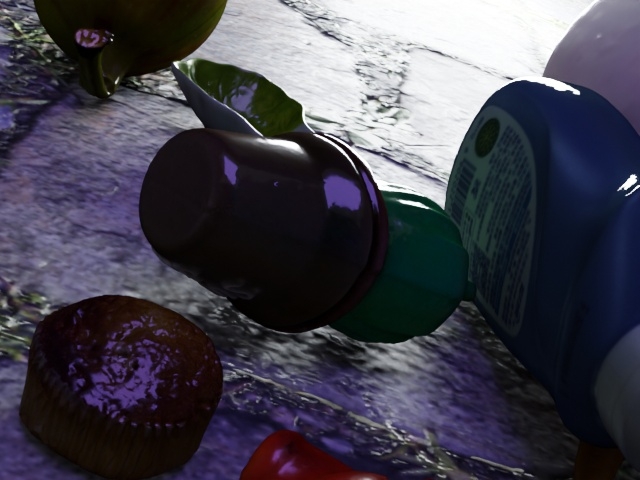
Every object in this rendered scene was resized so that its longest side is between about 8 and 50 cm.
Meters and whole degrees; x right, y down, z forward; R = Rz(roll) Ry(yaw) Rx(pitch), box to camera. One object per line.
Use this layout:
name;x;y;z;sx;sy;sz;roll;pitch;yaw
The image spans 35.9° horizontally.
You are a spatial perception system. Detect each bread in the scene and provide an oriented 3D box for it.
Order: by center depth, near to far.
bread;-0.082;0.056;0.416;0.085;0.053;0.085;16;28;-9

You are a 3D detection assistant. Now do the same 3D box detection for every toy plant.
toy plant;0.000;0.000;0.532;0.200;0.105;0.143;22;2;-40

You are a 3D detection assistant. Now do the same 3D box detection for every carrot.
carrot;0.161;0.101;0.524;0.035;0.035;0.142;33;37;22

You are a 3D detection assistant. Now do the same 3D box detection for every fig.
fig;-0.136;-0.172;0.723;0.142;0.148;0.186;16;65;-36

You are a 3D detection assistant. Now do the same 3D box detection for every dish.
dish;-0.051;-0.082;0.700;0.091;0.039;0.137;1;34;-41

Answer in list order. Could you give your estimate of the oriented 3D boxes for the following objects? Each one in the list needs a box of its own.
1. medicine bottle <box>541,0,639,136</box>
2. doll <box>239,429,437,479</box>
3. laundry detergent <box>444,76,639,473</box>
medicine bottle;0.289;-0.031;0.613;0.219;0.219;0.388;14;22;-12
doll;0.065;0.145;0.338;0.245;0.076;0.142;26;29;18
laundry detergent;0.147;0.017;0.518;0.094;0.143;0.290;12;23;-15
